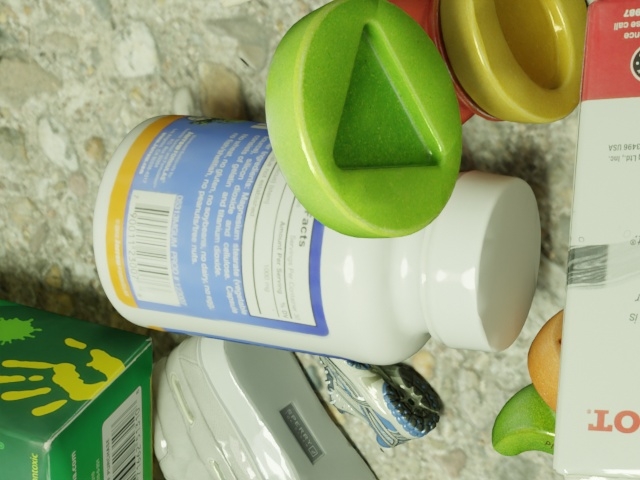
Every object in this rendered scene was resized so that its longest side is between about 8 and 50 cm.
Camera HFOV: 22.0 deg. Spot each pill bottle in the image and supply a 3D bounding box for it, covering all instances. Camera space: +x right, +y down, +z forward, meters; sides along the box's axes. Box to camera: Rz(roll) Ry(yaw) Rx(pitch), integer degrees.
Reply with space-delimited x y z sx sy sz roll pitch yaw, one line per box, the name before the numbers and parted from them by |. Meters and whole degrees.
pill bottle | 0.000 0.000 1.089 0.272 0.152 0.152 7 113 27

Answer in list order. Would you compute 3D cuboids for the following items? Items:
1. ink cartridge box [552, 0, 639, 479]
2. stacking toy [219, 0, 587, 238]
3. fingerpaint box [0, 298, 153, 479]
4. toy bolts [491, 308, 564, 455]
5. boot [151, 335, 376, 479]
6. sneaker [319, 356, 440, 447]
ink cartridge box | 0.245 0.008 0.900 0.197 0.114 0.273 0 76 30
stacking toy | -0.003 -0.149 0.942 0.130 0.279 0.309 -12 118 44
fingerpaint box | -0.325 0.259 1.282 0.371 0.163 0.445 13 119 19
toy bolts | 0.212 0.149 1.000 0.228 0.218 0.158 27 135 10
boot | -0.039 0.185 1.235 0.123 0.095 0.258 -31 84 41
sneaker | 0.021 0.096 1.179 0.135 0.052 0.058 51 132 5
